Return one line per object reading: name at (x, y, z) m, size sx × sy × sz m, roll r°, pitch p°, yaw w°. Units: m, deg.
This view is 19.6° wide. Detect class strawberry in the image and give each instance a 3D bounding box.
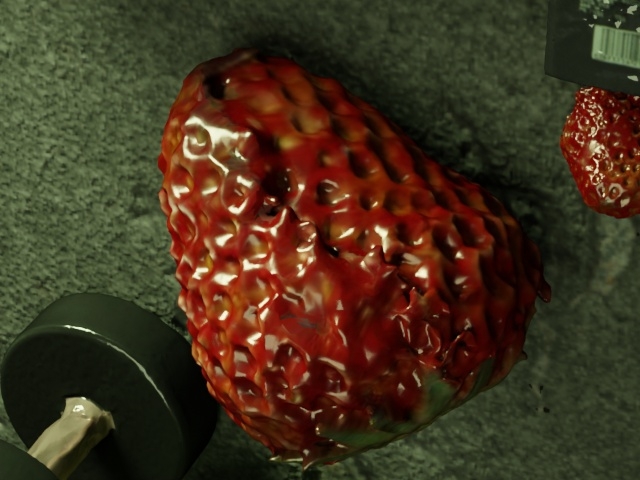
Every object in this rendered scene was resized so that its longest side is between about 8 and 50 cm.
strawberry at (0.000, 0.000, 1.057) m, size 0.205 × 0.205 × 0.244 m, roll -33°, pitch 83°, yaw 40°
strawberry at (0.162, -0.048, 0.994) m, size 0.073 × 0.083 × 0.073 m, roll 8°, pitch 125°, yaw 12°

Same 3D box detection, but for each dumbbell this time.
dumbbell at (-0.180, 0.150, 1.224) m, size 0.152 × 0.218 × 0.153 m, roll 14°, pitch 127°, yaw 20°

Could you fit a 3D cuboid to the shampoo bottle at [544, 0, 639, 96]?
shampoo bottle at (0.167, -0.214, 0.878) m, size 0.098 × 0.071 × 0.310 m, roll 14°, pitch 128°, yaw 19°
